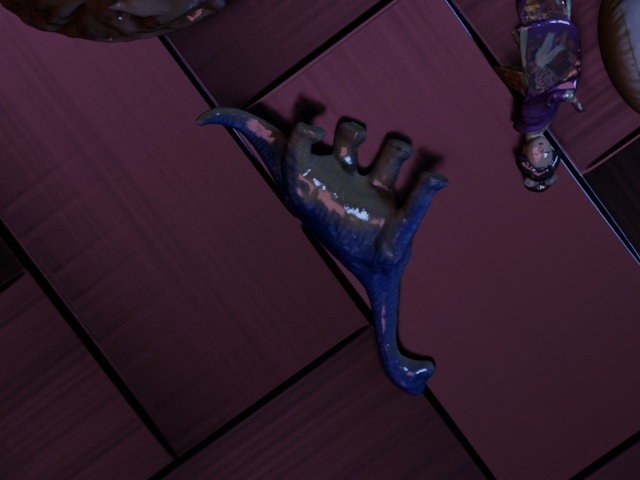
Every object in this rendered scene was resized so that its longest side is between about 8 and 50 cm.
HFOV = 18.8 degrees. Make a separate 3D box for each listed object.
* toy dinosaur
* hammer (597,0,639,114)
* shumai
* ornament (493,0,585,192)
[{"bbox_3d":[0.000,0.000,1.522,0.247,0.075,0.188,20,106,-4],"label":"toy dinosaur"},{"bbox_3d":[0.344,-0.079,1.467,0.202,0.113,0.305,-20,101,10],"label":"hammer"},{"bbox_3d":[-0.167,-0.229,1.445,0.206,0.175,0.166,-2,98,8],"label":"shumai"},{"bbox_3d":[0.172,-0.133,1.474,0.088,0.081,0.203,-14,106,-25],"label":"ornament"}]
